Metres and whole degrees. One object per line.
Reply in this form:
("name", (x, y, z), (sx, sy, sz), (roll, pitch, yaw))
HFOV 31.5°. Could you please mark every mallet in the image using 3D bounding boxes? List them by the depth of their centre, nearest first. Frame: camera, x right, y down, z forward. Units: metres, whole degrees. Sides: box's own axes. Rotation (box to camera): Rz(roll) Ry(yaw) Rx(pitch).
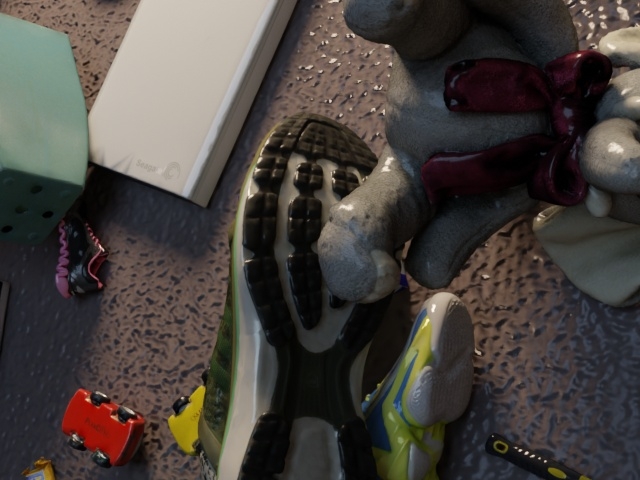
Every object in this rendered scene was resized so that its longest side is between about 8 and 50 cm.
("mallet", (0.207, 0.203, 0.892), (0.189, 0.039, 0.062), (11, 76, 40))

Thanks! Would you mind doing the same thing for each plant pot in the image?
("plant pot", (-0.363, -0.118, 1.279), (0.165, 0.165, 0.234), (-46, 53, 28))

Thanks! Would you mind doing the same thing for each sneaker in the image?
("sneaker", (-0.048, 0.089, 0.961), (0.182, 0.158, 0.410), (-17, 61, 56))
("sneaker", (0.051, 0.156, 0.974), (0.126, 0.091, 0.240), (7, 78, 36))
("sneaker", (-0.264, 0.007, 1.273), (0.057, 0.047, 0.119), (-6, 69, 8))

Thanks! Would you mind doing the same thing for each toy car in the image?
("toy car", (-0.152, 0.242, 1.101), (0.239, 0.053, 0.225), (-15, 66, 29))

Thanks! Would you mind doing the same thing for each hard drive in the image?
("hard drive", (-0.144, -0.207, 1.267), (0.203, 0.040, 0.308), (20, 84, 37))

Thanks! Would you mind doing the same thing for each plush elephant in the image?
("plush elephant", (0.181, -0.080, 0.868), (0.255, 0.330, 0.272), (16, 108, 26))

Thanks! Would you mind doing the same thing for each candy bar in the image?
("candy bar", (-0.282, 0.305, 1.186), (0.040, 0.018, 0.161), (-33, 59, 20))

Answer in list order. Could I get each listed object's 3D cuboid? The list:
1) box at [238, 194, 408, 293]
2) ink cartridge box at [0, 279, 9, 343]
("box", (0.000, 0.000, 1.076), (0.126, 0.072, 0.137), (-25, 61, 24))
("ink cartridge box", (-0.525, 0.136, 1.381), (0.332, 0.065, 0.165), (-9, 69, 32))
